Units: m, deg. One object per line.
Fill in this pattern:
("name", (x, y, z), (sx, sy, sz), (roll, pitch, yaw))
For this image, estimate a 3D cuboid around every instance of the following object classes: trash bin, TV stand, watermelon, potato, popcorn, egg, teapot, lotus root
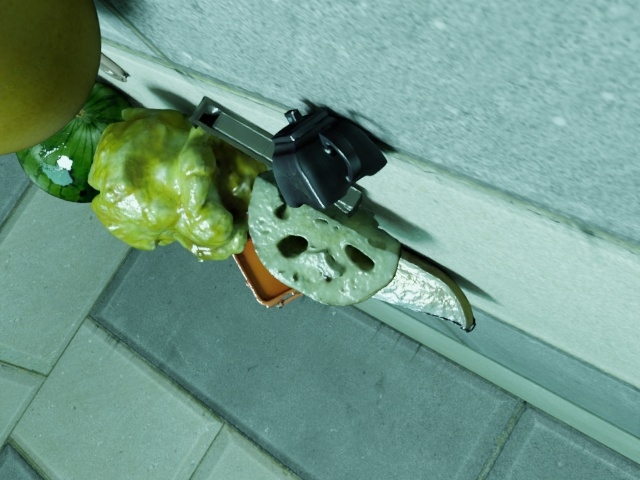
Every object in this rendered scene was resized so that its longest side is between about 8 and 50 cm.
("trash bin", (-0.069, 0.035, 1.335), (0.184, 0.161, 0.238), (61, 180, -8))
("TV stand", (-0.059, -0.113, 1.061), (0.256, 0.040, 0.049), (31, 173, 7))
("watermelon", (-0.452, -0.187, 1.460), (0.242, 0.242, 0.242), (31, 173, 4))
("potato", (0.143, 0.051, 1.273), (0.261, 0.100, 0.120), (14, -154, 22))
("popcorn", (-0.220, -0.088, 1.195), (0.277, 0.225, 0.276), (-2, -160, 1))
("egg", (-0.351, -0.209, 0.791), (0.250, 0.250, 0.322), (32, -177, -2))
("teapot", (-0.006, -0.096, 0.816), (0.096, 0.087, 0.177), (58, 166, -15))
("lotus root", (0.000, 0.000, 1.105), (0.235, 0.138, 0.119), (36, -168, 7))

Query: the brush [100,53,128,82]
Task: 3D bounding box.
("brush", (-0.413, -0.309, 1.142), (0.072, 0.067, 0.313), (24, 172, 42))
